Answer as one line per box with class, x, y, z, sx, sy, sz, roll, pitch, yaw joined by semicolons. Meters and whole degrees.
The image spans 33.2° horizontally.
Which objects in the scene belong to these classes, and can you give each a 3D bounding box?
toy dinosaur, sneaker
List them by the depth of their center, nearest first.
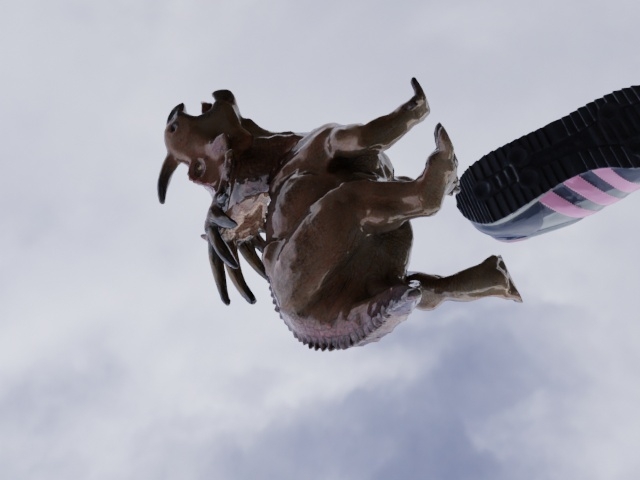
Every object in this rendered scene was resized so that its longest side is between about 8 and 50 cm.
toy dinosaur;0.000;0.000;0.689;0.200;0.127;0.295;-25;-146;6
sneaker;0.321;-0.086;1.248;0.319;0.131;0.112;-19;-117;20
